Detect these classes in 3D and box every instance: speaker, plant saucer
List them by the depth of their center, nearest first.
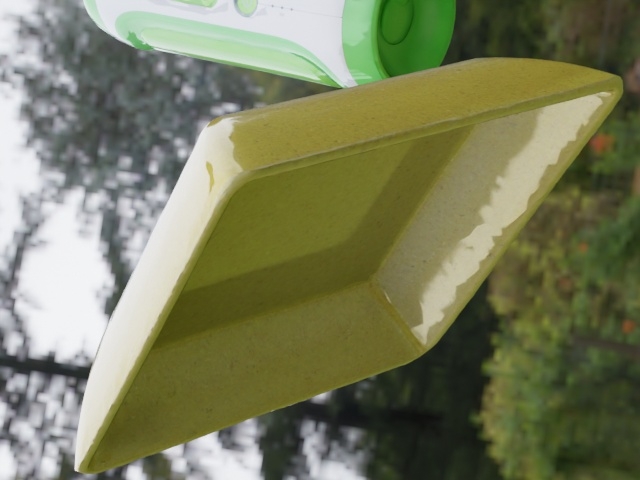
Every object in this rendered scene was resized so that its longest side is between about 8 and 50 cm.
[{"bbox_3d":[0.000,0.000,1.152,0.081,0.332,0.333,57,140,23],"label":"plant saucer"},{"bbox_3d":[-0.046,-0.192,1.331,0.131,0.296,0.131,-24,-59,-48],"label":"speaker"}]
